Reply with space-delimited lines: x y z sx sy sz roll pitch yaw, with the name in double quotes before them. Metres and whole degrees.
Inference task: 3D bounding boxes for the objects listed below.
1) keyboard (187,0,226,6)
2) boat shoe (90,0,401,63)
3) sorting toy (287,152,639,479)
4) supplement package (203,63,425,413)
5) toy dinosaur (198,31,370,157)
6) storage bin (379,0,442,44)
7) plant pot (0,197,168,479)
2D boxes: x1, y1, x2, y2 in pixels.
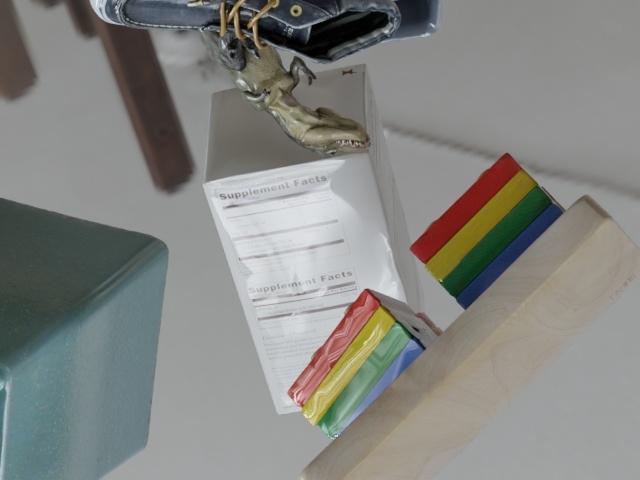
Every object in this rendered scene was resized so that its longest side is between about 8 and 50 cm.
"keyboard" 0.034 -0.199 0.977 0.317 0.201 0.033 -2 -140 -20
"boat shoe" -0.043 -0.147 1.179 0.183 0.065 0.083 -13 -125 -17
"sorting toy" 0.092 0.061 1.321 0.255 0.257 0.089 -45 -106 6
"supplement package" 0.000 0.000 1.582 0.134 0.244 0.139 -11 -145 8
"toy dinosaur" -0.067 -0.162 1.404 0.064 0.118 0.268 -38 -100 -12
"storage bin" 0.049 -0.253 1.950 0.135 0.098 0.091 -8 -113 0
"plant pot" -0.319 0.122 1.895 0.248 0.247 0.252 14 -158 13
